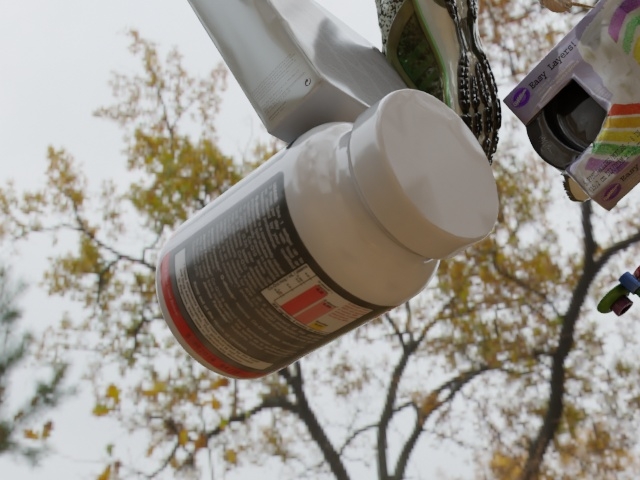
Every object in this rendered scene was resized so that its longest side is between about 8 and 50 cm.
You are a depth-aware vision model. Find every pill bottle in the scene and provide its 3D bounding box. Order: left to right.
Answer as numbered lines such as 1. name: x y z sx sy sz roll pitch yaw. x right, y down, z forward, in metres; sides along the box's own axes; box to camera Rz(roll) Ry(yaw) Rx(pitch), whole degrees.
1. pill bottle: 0.000 0.000 1.104 0.210 0.210 0.363 26 -41 -33

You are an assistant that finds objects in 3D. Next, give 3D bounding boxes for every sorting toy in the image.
1. sorting toy: 0.385 0.063 1.227 0.102 0.042 0.061 -44 -28 9

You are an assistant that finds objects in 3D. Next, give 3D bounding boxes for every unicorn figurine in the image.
1. unicorn figurine: 0.317 -0.395 1.481 0.162 0.111 0.060 13 -24 -22

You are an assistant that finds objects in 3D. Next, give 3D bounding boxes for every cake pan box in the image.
1. cake pan box: 0.425 -0.210 1.474 0.267 0.246 0.070 -45 -41 18

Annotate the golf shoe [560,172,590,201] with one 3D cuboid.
1. golf shoe: 0.487 -0.168 1.726 0.120 0.105 0.273 25 -46 26

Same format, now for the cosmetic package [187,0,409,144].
1. cosmetic package: 0.015 -0.202 1.306 0.097 0.284 0.377 -41 -33 19

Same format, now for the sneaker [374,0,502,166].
1. sneaker: 0.157 -0.255 1.554 0.182 0.410 0.158 -12 -4 35
